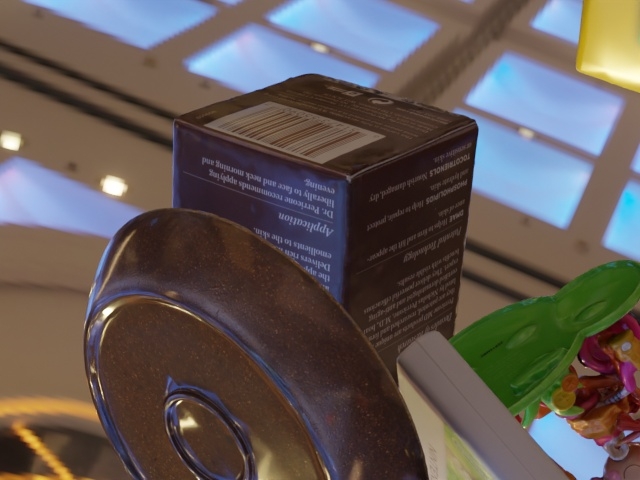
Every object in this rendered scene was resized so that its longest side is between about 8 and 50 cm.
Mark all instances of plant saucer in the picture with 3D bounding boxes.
[{"bbox_3d":[-0.034,0.068,0.534,0.168,0.168,0.029,33,-134,26],"label":"plant saucer"}]

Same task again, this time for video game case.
[{"bbox_3d":[0.104,0.155,0.564,0.023,0.193,0.212,-34,-117,-13],"label":"video game case"}]

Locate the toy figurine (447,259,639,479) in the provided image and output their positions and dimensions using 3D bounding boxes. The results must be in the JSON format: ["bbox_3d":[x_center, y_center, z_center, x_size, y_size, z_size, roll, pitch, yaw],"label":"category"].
[{"bbox_3d":[0.158,0.121,0.859,0.159,0.173,0.130,54,-176,-17],"label":"toy figurine"}]

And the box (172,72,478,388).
[{"bbox_3d":[0.000,0.000,1.095,0.168,0.203,0.167,20,-151,32],"label":"box"}]

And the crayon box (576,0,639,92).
[{"bbox_3d":[0.337,-0.172,0.798,0.363,0.313,0.106,24,-121,21],"label":"crayon box"}]
